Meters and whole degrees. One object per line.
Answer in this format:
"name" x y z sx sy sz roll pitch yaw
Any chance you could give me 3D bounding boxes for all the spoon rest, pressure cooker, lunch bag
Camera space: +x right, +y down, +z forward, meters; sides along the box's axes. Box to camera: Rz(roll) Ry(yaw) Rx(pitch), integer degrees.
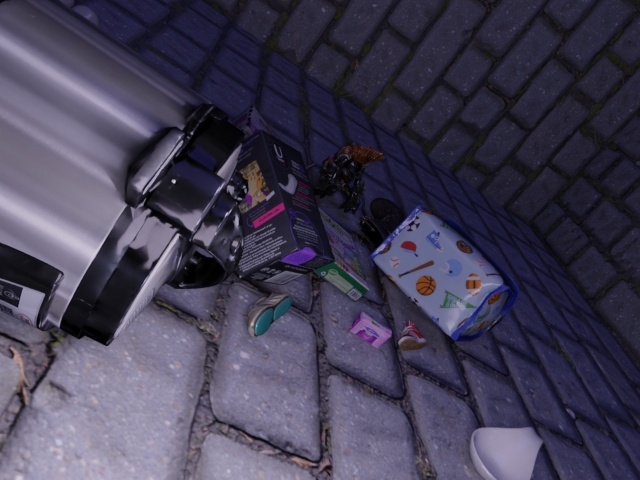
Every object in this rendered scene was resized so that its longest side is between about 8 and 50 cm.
"spoon rest" 0.396 0.437 1.200 0.276 0.084 0.137 7 38 -53
"pressure cooker" -0.293 -0.072 0.762 0.421 0.375 0.370 33 20 -11
"lunch bag" 0.365 0.102 1.614 0.328 0.239 0.385 49 9 25

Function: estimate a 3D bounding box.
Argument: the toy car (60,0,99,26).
"toy car" -0.638 -0.516 1.425 0.182 0.159 0.136 39 59 1

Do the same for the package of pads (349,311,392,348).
"package of pads" 0.109 0.197 1.268 0.083 0.050 0.032 33 28 -13

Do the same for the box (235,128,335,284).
"box" -0.100 -0.062 1.192 0.165 0.143 0.270 21 48 -60

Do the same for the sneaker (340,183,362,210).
"sneaker" 0.114 -0.144 1.921 0.059 0.053 0.144 26 26 -32

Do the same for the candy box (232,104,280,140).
"candy box" -0.161 -0.252 1.523 0.159 0.071 0.233 51 13 -24

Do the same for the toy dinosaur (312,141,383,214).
"toy dinosaur" 0.074 -0.220 1.772 0.165 0.218 0.322 20 -17 -5

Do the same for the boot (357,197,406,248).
"boot" 0.191 -0.052 1.810 0.229 0.091 0.263 9 39 -51

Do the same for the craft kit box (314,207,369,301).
"craft kit box" 0.000 0.000 1.418 0.250 0.061 0.246 39 17 -29

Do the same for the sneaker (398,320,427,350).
"sneaker" 0.204 0.223 1.371 0.118 0.042 0.067 19 32 -54

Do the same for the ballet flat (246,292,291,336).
"ballet flat" -0.108 0.136 1.079 0.053 0.057 0.168 15 13 17
